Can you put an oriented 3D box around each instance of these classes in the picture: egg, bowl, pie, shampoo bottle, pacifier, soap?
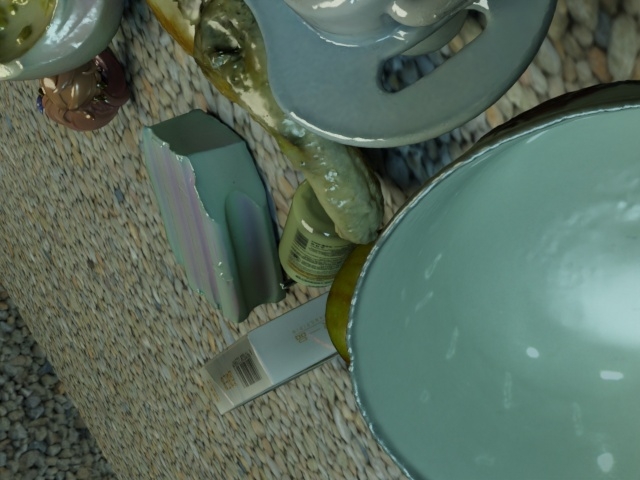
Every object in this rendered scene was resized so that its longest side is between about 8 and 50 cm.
[{"bbox_3d":[-0.314,-0.309,1.576,0.206,0.161,0.271,-87,19,-69],"label":"egg"},{"bbox_3d":[0.186,0.020,0.753,0.157,0.337,0.337,-81,-13,-51],"label":"bowl"},{"bbox_3d":[-0.047,-0.137,1.129,0.339,0.077,0.339,49,180,0],"label":"pie"},{"bbox_3d":[0.000,0.000,1.317,0.079,0.079,0.162,56,157,18],"label":"shampoo bottle"},{"bbox_3d":[0.054,-0.199,0.893,0.299,0.244,0.233,62,-171,18],"label":"pacifier"},{"bbox_3d":[-0.124,-0.035,1.540,0.145,0.091,0.230,35,144,45],"label":"soap"}]

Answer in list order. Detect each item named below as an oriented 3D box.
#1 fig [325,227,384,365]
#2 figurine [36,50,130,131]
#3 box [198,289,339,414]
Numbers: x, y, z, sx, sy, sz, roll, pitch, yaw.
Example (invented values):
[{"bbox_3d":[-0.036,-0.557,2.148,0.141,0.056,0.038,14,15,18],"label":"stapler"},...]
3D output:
[{"bbox_3d":[0.087,0.071,1.116,0.148,0.142,0.186,43,180,-23],"label":"fig"},{"bbox_3d":[-0.319,-0.199,1.725,0.157,0.126,0.114,-125,22,-76],"label":"figurine"},{"bbox_3d":[-0.035,0.119,1.429,0.067,0.149,0.233,64,158,6],"label":"box"}]
